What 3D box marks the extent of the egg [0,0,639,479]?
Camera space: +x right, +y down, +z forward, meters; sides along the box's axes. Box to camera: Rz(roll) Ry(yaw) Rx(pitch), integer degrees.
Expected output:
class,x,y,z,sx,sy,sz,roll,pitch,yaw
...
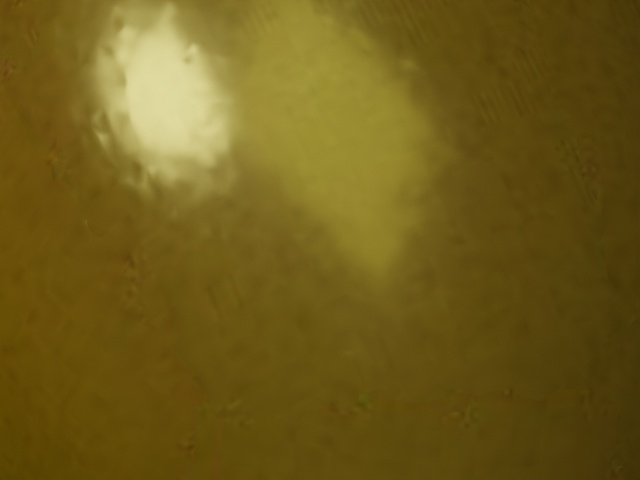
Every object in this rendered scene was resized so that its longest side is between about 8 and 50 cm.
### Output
class,x,y,z,sx,sy,sz,roll,pitch,yaw
egg,0.000,0.000,0.529,0.250,0.250,0.322,-19,59,-16
